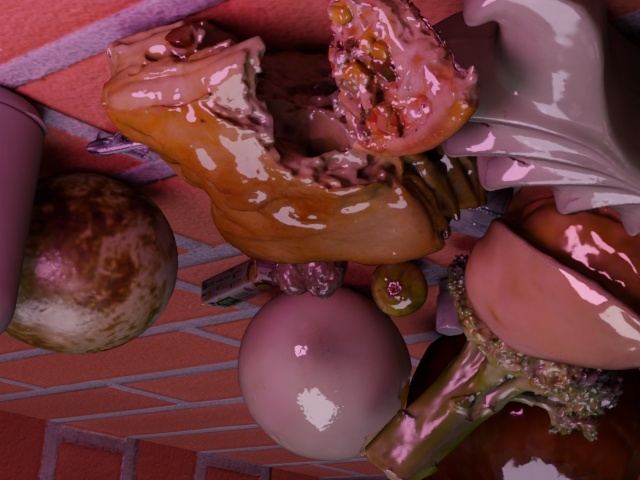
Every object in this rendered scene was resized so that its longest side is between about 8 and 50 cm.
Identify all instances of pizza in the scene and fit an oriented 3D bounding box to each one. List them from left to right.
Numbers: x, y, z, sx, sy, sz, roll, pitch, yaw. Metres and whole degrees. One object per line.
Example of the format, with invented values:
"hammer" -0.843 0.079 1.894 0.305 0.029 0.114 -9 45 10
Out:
"pizza" 0.047 -0.163 1.075 0.052 0.195 0.185 -26 -176 -34

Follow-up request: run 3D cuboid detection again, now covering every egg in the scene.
"egg" -0.326 0.029 1.638 0.289 0.238 0.238 1 166 -29
"egg" 0.004 0.207 2.071 0.283 0.283 0.345 0 151 11

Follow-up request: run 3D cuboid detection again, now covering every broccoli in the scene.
"broccoli" 0.239 0.185 1.868 0.397 0.353 0.275 -12 -167 3

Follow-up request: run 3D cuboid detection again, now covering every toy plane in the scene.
"toy plane" -0.240 -0.116 1.521 0.083 0.031 0.078 0 162 10
"toy plane" 0.206 -0.038 1.599 0.212 0.088 0.267 -10 165 40

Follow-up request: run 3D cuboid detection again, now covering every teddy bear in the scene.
"teddy bear" 0.000 0.000 1.680 0.140 0.177 0.190 51 155 2

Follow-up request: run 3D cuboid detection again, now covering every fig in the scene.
"fig" 0.127 0.084 1.965 0.093 0.093 0.166 0 163 11

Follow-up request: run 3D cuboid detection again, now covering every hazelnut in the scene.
"hazelnut" 0.348 0.308 2.202 0.429 0.402 0.402 -1 162 32

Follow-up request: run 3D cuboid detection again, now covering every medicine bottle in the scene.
"medicine bottle" 0.208 0.106 2.019 0.047 0.083 0.047 4 162 1

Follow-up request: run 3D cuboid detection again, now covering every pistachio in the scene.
"pistachio" 0.291 0.033 1.394 0.238 0.229 0.321 38 174 -23

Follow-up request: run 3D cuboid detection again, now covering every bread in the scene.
"bread" -0.010 -0.093 1.295 0.314 0.191 0.370 -5 158 29

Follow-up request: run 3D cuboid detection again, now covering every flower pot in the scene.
"flower pot" 0.259 -0.138 1.138 0.368 0.164 0.254 15 150 -20

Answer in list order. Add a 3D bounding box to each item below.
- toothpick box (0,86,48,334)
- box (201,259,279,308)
"toothpick box" -0.434 -0.014 1.418 0.229 0.316 0.229 4 161 1
"box" -0.130 0.072 2.058 0.050 0.041 0.207 11 161 -29
